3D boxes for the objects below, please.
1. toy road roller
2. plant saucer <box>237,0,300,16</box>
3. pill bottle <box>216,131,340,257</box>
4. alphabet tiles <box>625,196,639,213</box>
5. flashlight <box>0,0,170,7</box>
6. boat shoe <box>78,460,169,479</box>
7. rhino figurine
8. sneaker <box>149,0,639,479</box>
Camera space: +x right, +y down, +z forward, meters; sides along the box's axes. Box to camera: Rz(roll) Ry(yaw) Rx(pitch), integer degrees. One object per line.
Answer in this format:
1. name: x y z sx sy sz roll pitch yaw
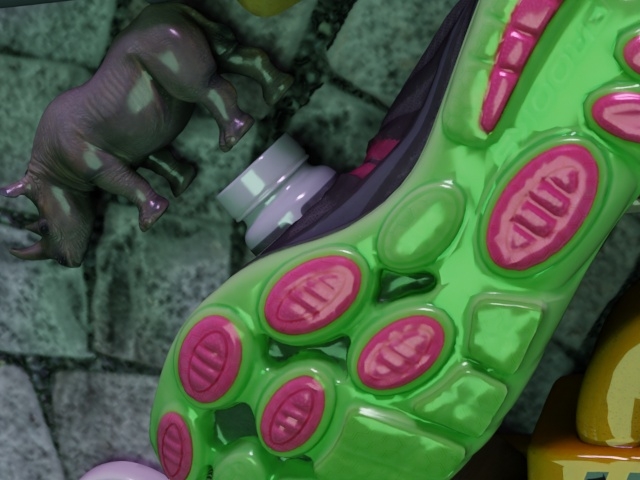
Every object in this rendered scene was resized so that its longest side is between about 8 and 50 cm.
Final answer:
1. toy road roller: 0.179 0.131 1.201 0.329 0.202 0.241 1 103 14
2. plant saucer: 0.013 -0.343 1.098 0.332 0.081 0.333 -30 98 10
3. pill bottle: 0.000 0.000 1.277 0.078 0.078 0.137 -41 93 26
4. alphabet tiles: 0.328 -0.109 1.163 0.342 0.011 0.285 -4 108 20
5. flashlight: -0.208 -0.188 1.243 0.304 0.103 0.103 -5 115 14
6. boat shoe: -0.099 0.332 1.388 0.127 0.158 0.340 -26 100 25
7. rhino figurine: -0.135 -0.064 1.302 0.106 0.073 0.243 45 118 -6
8. sneaker: 0.085 -0.008 1.155 0.185 0.202 0.483 42 105 3
